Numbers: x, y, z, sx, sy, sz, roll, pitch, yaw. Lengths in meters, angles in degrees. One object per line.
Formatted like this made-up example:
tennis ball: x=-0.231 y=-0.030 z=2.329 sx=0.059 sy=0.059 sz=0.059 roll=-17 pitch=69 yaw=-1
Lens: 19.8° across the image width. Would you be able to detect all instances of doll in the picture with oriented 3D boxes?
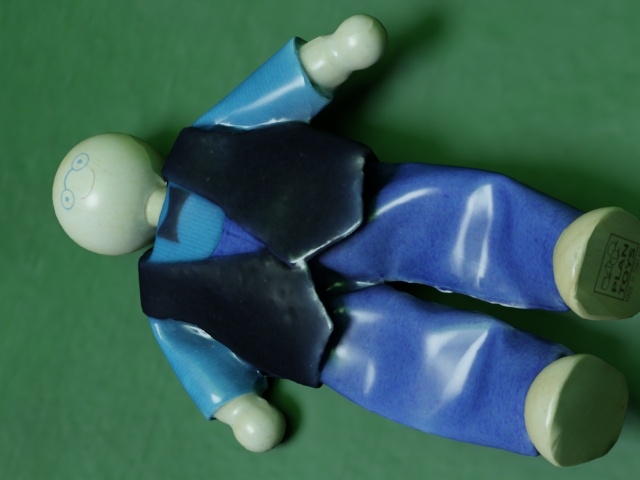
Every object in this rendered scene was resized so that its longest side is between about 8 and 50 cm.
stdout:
doll: x=0.000 y=0.000 z=0.513 sx=0.189 sy=0.046 sz=0.129 roll=14 pitch=96 yaw=36
